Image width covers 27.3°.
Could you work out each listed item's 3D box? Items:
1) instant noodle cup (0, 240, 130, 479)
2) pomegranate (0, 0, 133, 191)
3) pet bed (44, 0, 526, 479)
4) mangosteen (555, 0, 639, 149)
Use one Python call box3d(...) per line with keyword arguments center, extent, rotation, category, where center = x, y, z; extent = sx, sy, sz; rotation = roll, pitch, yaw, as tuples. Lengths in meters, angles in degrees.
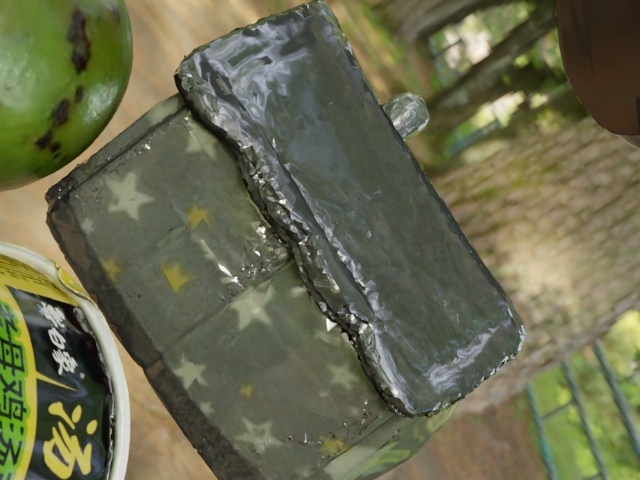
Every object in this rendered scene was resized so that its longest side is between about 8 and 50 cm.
box3d(center=(-0.148, 0.054, 0.387), extent=(0.151, 0.151, 0.122), rotation=(63, 11, 26), category="instant noodle cup")
box3d(center=(-0.158, -0.122, 0.603), extent=(0.156, 0.156, 0.220), rotation=(7, 95, -76), category="pomegranate")
box3d(center=(0.000, 0.005, 0.655), extent=(0.211, 0.159, 0.183), rotation=(56, 18, 2), category="pet bed")
box3d(center=(0.288, -0.182, 0.875), extent=(0.287, 0.233, 0.287), rotation=(166, -90, -78), category="mangosteen")
